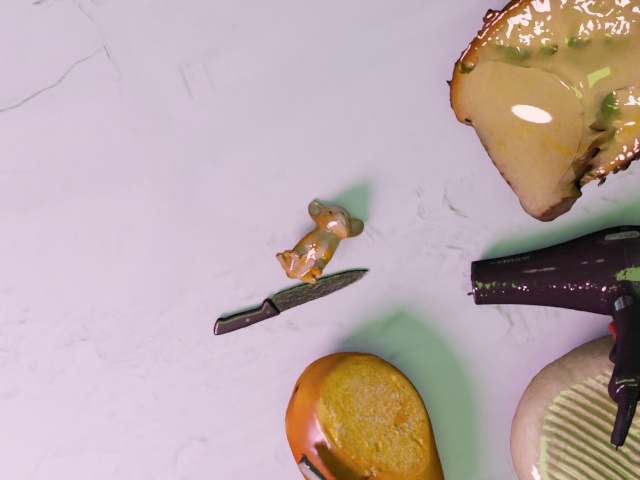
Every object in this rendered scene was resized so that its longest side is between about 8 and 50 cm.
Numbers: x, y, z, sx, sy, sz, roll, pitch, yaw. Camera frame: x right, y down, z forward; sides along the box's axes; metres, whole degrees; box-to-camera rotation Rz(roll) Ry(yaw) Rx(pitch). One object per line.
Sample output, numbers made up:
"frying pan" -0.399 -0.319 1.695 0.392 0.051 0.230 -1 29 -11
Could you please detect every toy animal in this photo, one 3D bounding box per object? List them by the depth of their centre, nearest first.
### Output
"toy animal" 0.000 0.000 1.493 0.060 0.081 0.083 34 64 1

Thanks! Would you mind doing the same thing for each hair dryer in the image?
"hair dryer" 0.255 0.087 1.405 0.235 0.271 0.091 -5 126 9

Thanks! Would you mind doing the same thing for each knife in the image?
"knife" -0.031 0.060 1.519 0.170 0.010 0.023 -20 107 2

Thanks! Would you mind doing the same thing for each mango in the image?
"mango" 0.049 0.210 1.508 0.141 0.102 0.217 -39 103 -16

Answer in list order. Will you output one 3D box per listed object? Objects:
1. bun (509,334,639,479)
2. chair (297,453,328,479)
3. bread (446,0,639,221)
"bun" 0.296 0.196 1.492 0.222 0.127 0.222 0 87 -6
"chair" -0.010 0.384 1.474 0.275 0.190 0.203 43 141 -11
"bread" 0.254 -0.168 1.398 0.262 0.162 0.204 -31 105 35
